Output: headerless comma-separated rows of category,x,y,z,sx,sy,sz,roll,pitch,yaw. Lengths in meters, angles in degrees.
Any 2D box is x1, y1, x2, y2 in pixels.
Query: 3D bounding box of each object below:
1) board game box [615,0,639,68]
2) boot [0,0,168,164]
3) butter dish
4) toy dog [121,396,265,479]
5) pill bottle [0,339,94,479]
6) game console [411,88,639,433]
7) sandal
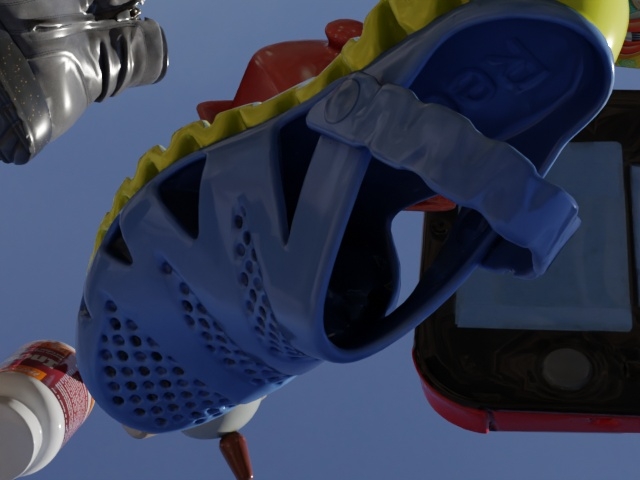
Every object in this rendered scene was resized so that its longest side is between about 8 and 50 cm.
board game box,0.233,-0.159,0.941,0.154,0.103,0.026,6,-171,0
boot,-0.274,-0.260,1.358,0.118,0.338,0.222,11,-141,36
butter dish,0.011,-0.098,1.031,0.159,0.118,0.160,1,-149,-22
toy dog,-0.076,0.105,1.337,0.220,0.334,0.161,-27,-113,-16
pill bottle,-0.239,0.138,1.184,0.086,0.086,0.152,-28,-173,10
game console,0.257,0.003,1.255,0.342,0.060,0.387,-2,-134,10
sandal,0.000,0.000,0.637,0.317,0.126,0.138,-41,-149,32
